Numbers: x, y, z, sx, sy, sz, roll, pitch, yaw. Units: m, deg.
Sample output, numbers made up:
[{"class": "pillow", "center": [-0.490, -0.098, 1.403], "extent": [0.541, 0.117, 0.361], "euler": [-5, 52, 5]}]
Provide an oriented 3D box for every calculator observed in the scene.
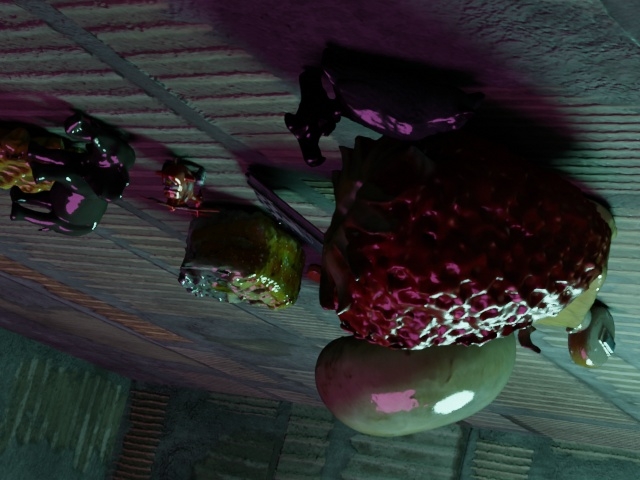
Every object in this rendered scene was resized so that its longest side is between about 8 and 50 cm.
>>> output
[{"class": "calculator", "center": [0.000, 0.000, 1.953], "extent": [0.274, 0.028, 0.166], "euler": [39, 174, 15]}]

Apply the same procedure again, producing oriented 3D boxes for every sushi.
[{"class": "sushi", "center": [-0.133, 0.029, 2.201], "extent": [0.184, 0.140, 0.274], "euler": [5, 161, 18]}]

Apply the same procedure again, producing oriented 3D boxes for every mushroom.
[{"class": "mushroom", "center": [0.162, 0.189, 2.369], "extent": [0.362, 0.295, 0.362], "euler": [-15, 173, -2]}]

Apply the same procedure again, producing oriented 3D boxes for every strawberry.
[{"class": "strawberry", "center": [0.171, 0.017, 1.576], "extent": [0.343, 0.292, 0.292], "euler": [22, 164, -12]}]

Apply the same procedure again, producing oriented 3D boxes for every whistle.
[{"class": "whistle", "center": [0.434, 0.136, 2.194], "extent": [0.057, 0.107, 0.220], "euler": [6, 149, 39]}]

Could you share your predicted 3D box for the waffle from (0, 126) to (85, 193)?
[{"class": "waffle", "center": [-0.464, -0.118, 2.110], "extent": [0.281, 0.058, 0.301], "euler": [16, 166, -3]}]

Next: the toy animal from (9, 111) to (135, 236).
[{"class": "toy animal", "center": [-0.360, -0.098, 1.949], "extent": [0.146, 0.115, 0.245], "euler": [12, 148, -22]}]

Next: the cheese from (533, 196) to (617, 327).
[{"class": "cheese", "center": [0.277, 0.019, 1.863], "extent": [0.383, 0.104, 0.384], "euler": [13, 165, 3]}]

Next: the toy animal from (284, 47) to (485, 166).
[{"class": "toy animal", "center": [0.070, -0.166, 1.460], "extent": [0.210, 0.121, 0.117], "euler": [-8, 114, 16]}]

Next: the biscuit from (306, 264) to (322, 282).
[{"class": "biscuit", "center": [0.037, 0.072, 2.442], "extent": [0.130, 0.019, 0.102], "euler": [9, 166, 13]}]

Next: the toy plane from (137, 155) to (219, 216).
[{"class": "toy plane", "center": [-0.195, -0.072, 2.018], "extent": [0.126, 0.077, 0.194], "euler": [9, 173, 31]}]
